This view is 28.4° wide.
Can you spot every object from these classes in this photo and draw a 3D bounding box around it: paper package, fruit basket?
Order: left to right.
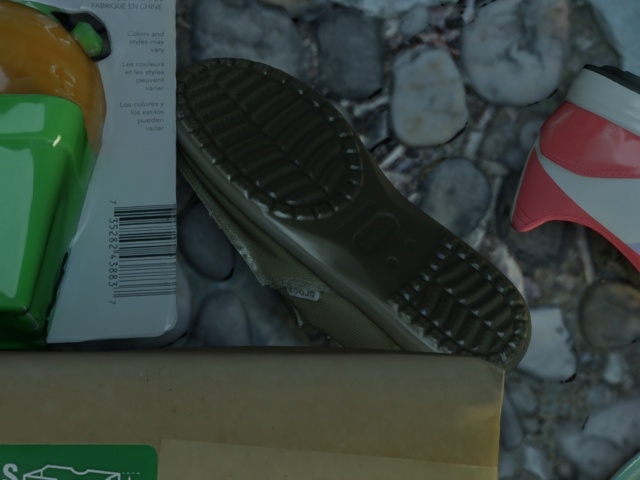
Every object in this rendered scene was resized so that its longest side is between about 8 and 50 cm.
[{"bbox_3d":[-0.246,-0.108,0.727,0.327,0.165,0.353,-1,67,-6],"label":"fruit basket"},{"bbox_3d":[-0.124,0.129,0.567,0.325,0.309,0.168,3,84,-22],"label":"paper package"}]

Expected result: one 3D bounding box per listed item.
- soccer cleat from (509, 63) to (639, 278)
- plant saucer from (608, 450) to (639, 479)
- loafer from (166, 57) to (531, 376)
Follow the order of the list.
[{"bbox_3d":[0.268,0.017,0.773,0.318,0.108,0.116,32,100,-2],"label":"soccer cleat"},{"bbox_3d":[0.280,0.255,0.728,0.318,0.043,0.317,3,66,-6],"label":"plant saucer"},{"bbox_3d":[0.000,0.000,0.745,0.102,0.092,0.268,-33,70,-35],"label":"loafer"}]
